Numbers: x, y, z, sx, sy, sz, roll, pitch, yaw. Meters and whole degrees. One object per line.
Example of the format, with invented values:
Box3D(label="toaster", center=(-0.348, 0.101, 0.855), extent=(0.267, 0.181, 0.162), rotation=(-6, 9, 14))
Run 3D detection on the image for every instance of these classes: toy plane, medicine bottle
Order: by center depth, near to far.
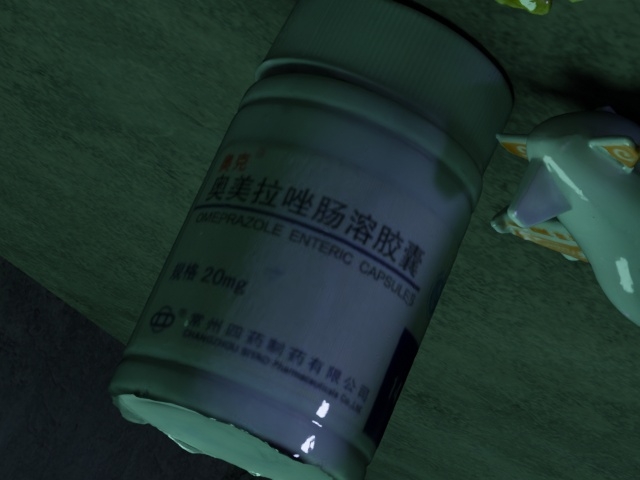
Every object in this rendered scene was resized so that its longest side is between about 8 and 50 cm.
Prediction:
Box3D(label="toy plane", center=(0.222, -0.007, 1.006), extent=(0.244, 0.117, 0.245), rotation=(25, 163, 8))
Box3D(label="medicine bottle", center=(0.000, 0.000, 1.018), extent=(0.190, 0.332, 0.190), rotation=(21, 162, 7))

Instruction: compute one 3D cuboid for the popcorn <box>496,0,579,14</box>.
Box3D(label="popcorn", center=(0.104, -0.168, 0.755), extent=(0.109, 0.089, 0.097), rotation=(23, 176, 5))
